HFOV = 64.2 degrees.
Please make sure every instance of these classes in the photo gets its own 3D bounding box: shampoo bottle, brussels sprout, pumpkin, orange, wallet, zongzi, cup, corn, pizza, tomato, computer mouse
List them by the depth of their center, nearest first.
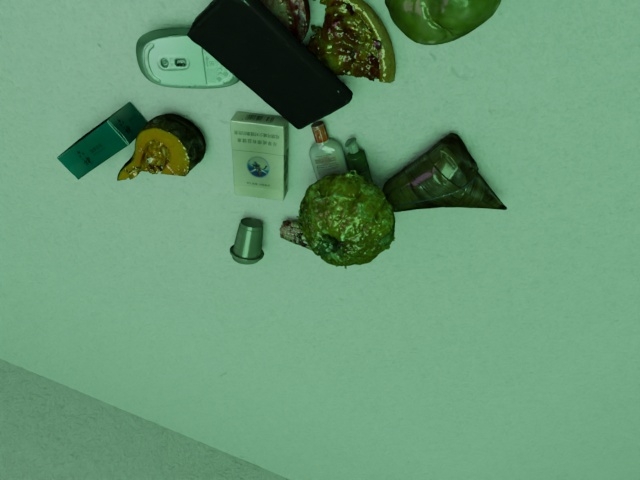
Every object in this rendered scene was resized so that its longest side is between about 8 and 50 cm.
[{"bbox_3d":[0.267,-0.578,1.122,0.242,0.317,0.274,-6,151,-17],"label":"brussels sprout"},{"bbox_3d":[-0.129,-0.588,1.296,0.224,0.085,0.225,9,137,8],"label":"tomato"},{"bbox_3d":[-0.125,-0.459,1.326,0.228,0.062,0.406,-19,137,42],"label":"wallet"},{"bbox_3d":[0.063,-0.501,1.332,0.228,0.081,0.290,-25,119,26],"label":"pizza"},{"bbox_3d":[-0.357,-0.502,1.402,0.288,0.097,0.160,-4,124,-5],"label":"computer mouse"},{"bbox_3d":[0.077,-0.048,1.488,0.301,0.223,0.300,-2,126,36],"label":"orange"},{"bbox_3d":[0.367,-0.126,1.518,0.300,0.139,0.286,40,125,-20],"label":"zongzi"},{"bbox_3d":[0.021,-0.250,1.541,0.107,0.051,0.221,-6,124,20],"label":"shampoo bottle"},{"bbox_3d":[0.117,-0.213,1.542,0.065,0.065,0.205,-9,124,16],"label":"shampoo bottle"},{"bbox_3d":[-0.479,-0.256,1.578,0.190,0.139,0.280,35,126,-14],"label":"pumpkin"},{"bbox_3d":[0.000,0.000,1.710,0.280,0.092,0.092,18,127,3],"label":"corn"},{"bbox_3d":[-0.247,-0.002,1.741,0.119,0.120,0.141,11,116,2],"label":"cup"}]

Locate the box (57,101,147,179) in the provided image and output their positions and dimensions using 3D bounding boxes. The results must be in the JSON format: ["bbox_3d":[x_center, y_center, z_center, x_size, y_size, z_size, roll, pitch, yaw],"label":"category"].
[{"bbox_3d":[-0.664,-0.305,1.566,0.244,0.153,0.092,-26,117,24],"label":"box"}]

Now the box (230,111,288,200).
[{"bbox_3d":[-0.183,-0.254,1.562,0.164,0.069,0.257,8,128,6],"label":"box"}]
